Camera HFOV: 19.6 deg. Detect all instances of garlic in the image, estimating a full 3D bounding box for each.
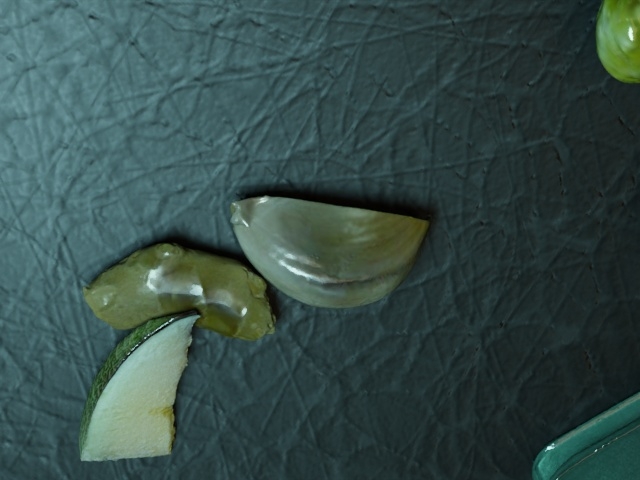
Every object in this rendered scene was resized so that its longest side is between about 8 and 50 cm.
[{"bbox_3d":[0.006,0.014,1.788,0.195,0.087,0.101,6,89,-5],"label":"garlic"}]

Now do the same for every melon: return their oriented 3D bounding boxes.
[{"bbox_3d":[-0.175,0.136,1.784,0.098,0.054,0.182,3,126,-16],"label":"melon"}]

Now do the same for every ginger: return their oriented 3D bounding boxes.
[{"bbox_3d":[-0.132,0.050,1.785,0.190,0.069,0.095,11,96,-8],"label":"ginger"}]

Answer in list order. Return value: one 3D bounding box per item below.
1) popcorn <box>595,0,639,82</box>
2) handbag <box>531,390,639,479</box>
[{"bbox_3d":[0.413,-0.209,1.693,0.286,0.225,0.174,-34,147,-12],"label":"popcorn"},{"bbox_3d":[0.397,0.246,1.885,0.326,0.089,0.238,-31,105,0],"label":"handbag"}]
